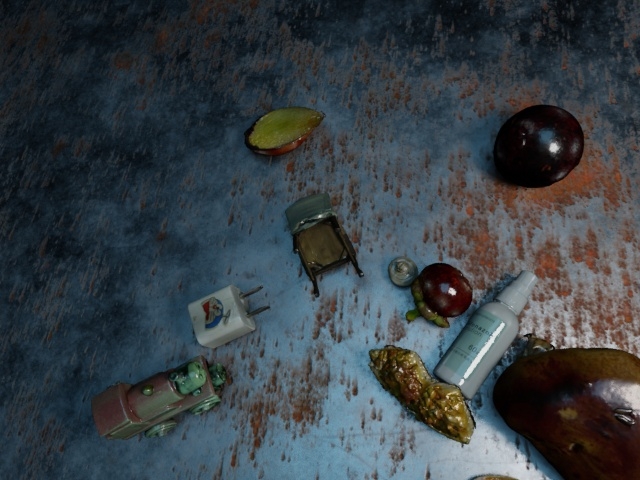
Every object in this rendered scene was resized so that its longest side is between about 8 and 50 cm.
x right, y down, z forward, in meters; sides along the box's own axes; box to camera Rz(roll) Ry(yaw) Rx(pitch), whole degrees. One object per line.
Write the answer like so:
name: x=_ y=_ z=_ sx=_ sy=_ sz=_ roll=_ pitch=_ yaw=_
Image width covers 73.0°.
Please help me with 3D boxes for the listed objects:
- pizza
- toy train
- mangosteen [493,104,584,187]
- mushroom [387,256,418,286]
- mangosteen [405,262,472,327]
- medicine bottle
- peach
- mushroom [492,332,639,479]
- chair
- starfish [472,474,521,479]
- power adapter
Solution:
pizza: x=0.232 y=0.364 z=1.037 sx=0.086 sy=0.161 sz=0.305 roll=-28 pitch=55 yaw=-36
toy train: x=-0.400 y=0.398 z=1.111 sx=0.304 sy=0.221 sz=0.150 roll=-28 pitch=65 yaw=-1
mangosteen: x=0.607 y=-0.247 z=1.179 sx=0.266 sy=0.228 sz=0.228 roll=8 pitch=65 yaw=-30
mushroom: x=0.225 y=0.081 z=1.184 sx=0.085 sy=0.079 sz=0.085 roll=-3 pitch=67 yaw=7
mangosteen: x=0.298 y=0.145 z=1.109 sx=0.181 sy=0.146 sz=0.156 roll=-34 pitch=70 yaw=-3
medicine bottle: x=0.423 y=0.222 z=1.075 sx=0.110 sy=0.110 sz=0.351 roll=36 pitch=80 yaw=21
peach: x=-0.113 y=-0.359 z=1.427 sx=0.279 sy=0.068 sz=0.189 roll=-11 pitch=60 yaw=9
mushroom: x=0.567 y=0.355 z=0.927 sx=0.346 sy=0.260 sz=0.345 roll=13 pitch=115 yaw=31
chair: x=0.000 y=0.000 z=1.237 sx=0.160 sy=0.319 sz=0.186 roll=-25 pitch=111 yaw=3
starfish: x=0.465 y=0.605 z=0.958 sx=0.248 sy=0.050 sz=0.138 roll=-1 pitch=70 yaw=18
power adapter: x=-0.242 y=0.197 z=1.207 sx=0.205 sy=0.125 sz=0.130 roll=-26 pitch=66 yaw=1
